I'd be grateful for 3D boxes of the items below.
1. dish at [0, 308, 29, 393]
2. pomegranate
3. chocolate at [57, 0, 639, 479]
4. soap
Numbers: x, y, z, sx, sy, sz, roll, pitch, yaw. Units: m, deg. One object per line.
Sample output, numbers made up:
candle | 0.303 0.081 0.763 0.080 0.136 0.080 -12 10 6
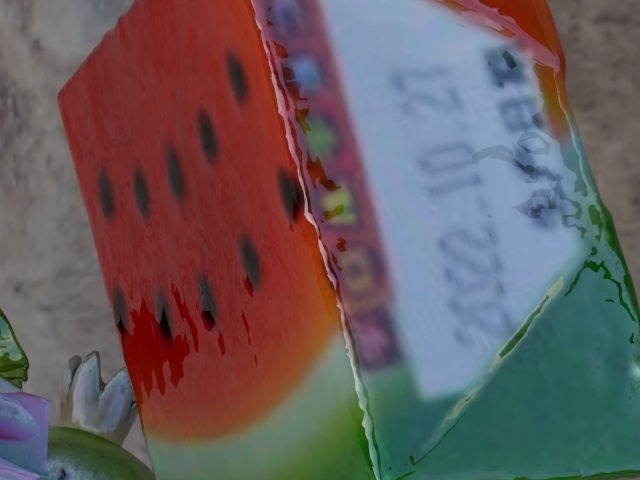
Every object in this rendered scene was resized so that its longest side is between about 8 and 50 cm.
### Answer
dish | -0.182 0.043 0.935 0.039 0.137 0.091 -30 96 4
pomegranate | -0.192 0.197 1.509 0.187 0.187 0.225 22 67 -8
chocolate | 0.000 0.000 1.079 0.161 0.360 0.341 -11 80 -26
soap | -0.259 0.125 1.339 0.149 0.100 0.056 18 65 -20
